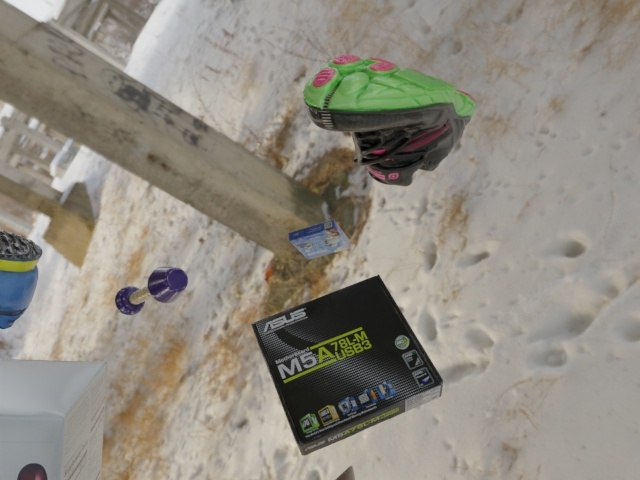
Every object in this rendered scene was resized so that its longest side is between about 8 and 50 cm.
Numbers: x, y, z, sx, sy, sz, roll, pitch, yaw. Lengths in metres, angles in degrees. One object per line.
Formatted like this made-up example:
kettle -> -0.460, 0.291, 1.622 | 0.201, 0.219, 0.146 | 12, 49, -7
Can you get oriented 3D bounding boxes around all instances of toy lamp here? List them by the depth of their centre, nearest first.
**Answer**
toy lamp -> -0.363, 0.109, 1.282 | 0.275, 0.080, 0.080 | -21, 43, 52

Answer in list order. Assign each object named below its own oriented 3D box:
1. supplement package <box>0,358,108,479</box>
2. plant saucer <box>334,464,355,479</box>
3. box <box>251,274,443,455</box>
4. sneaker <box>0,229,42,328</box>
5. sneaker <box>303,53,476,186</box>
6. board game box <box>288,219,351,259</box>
supplement package -> -0.359, 0.202, 0.566 | 0.204, 0.262, 0.145 | -171, 84, -80
plant saucer -> -0.029, 0.306, 0.587 | 0.199, 0.036, 0.198 | -39, -20, -17
box -> 0.029, 0.151, 0.760 | 0.191, 0.045, 0.184 | -20, 52, -9
sneaker -> -0.307, 0.021, 0.405 | 0.069, 0.209, 0.082 | 42, 110, 51
sneaker -> 0.136, -0.187, 1.018 | 0.185, 0.483, 0.202 | 27, 107, 29
board game box -> 0.000, 0.000, 1.101 | 0.090, 0.090, 0.020 | -16, 61, 17
